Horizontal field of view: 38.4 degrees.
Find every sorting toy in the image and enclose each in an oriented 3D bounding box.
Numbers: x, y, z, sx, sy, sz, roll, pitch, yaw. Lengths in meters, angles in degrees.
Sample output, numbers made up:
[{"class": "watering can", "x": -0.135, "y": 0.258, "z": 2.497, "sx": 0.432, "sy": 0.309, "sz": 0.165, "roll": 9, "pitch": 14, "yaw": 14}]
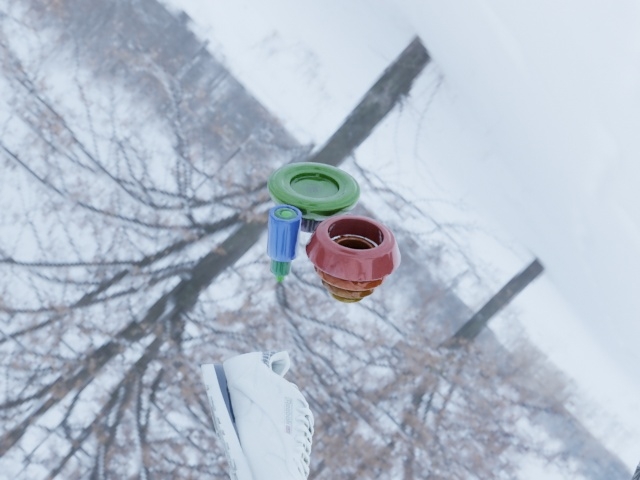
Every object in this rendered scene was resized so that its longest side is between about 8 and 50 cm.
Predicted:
[{"class": "sorting toy", "x": 0.000, "y": 0.000, "z": 0.489, "sx": 0.102, "sy": 0.061, "sz": 0.042, "roll": -125, "pitch": 34, "yaw": -48}]

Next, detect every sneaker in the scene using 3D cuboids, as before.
[{"class": "sneaker", "x": -0.045, "y": 0.189, "z": 0.864, "sx": 0.235, "sy": 0.094, "sz": 0.090, "roll": -117, "pitch": 18, "yaw": -48}]

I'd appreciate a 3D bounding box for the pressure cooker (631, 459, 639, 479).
[{"class": "pressure cooker", "x": 0.388, "y": 0.117, "z": 0.368, "sx": 0.369, "sy": 0.420, "sz": 0.376, "roll": 9, "pitch": -138, "yaw": -50}]
